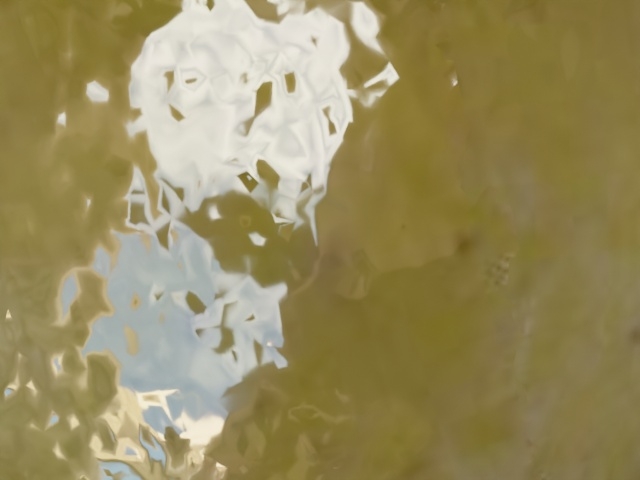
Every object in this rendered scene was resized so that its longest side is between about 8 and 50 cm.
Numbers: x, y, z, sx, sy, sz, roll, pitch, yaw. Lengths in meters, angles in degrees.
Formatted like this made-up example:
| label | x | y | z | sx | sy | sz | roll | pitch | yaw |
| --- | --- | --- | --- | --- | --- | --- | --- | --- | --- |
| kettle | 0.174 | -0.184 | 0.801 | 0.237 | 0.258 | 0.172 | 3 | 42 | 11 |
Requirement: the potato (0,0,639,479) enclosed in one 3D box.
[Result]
| label | x | y | z | sx | sy | sz | roll | pitch | yaw |
| --- | --- | --- | --- | --- | --- | --- | --- | --- | --- |
| potato | 0.000 | 0.000 | 0.524 | 0.442 | 0.385 | 0.319 | -9 | 87 | -22 |
